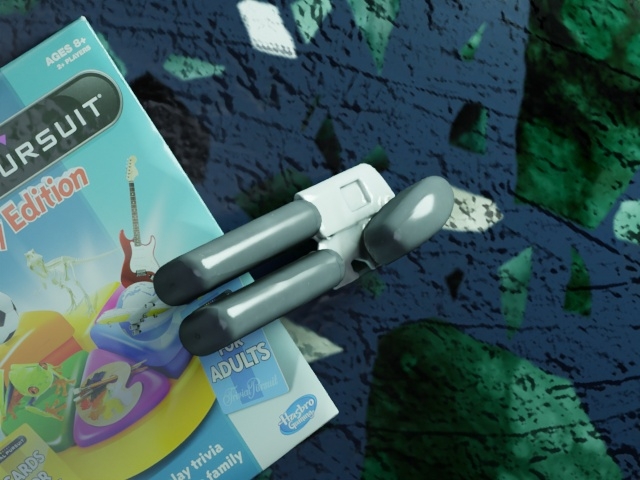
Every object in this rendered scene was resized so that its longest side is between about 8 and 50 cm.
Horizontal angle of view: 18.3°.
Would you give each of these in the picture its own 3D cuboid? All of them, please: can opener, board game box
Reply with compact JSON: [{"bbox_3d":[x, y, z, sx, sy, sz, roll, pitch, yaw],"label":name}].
[{"bbox_3d":[0.000,0.000,1.392,0.283,0.095,0.076,-27,90,-56],"label":"can opener"},{"bbox_3d":[-0.183,0.055,1.383,0.253,0.079,0.336,-36,100,-19],"label":"board game box"}]
